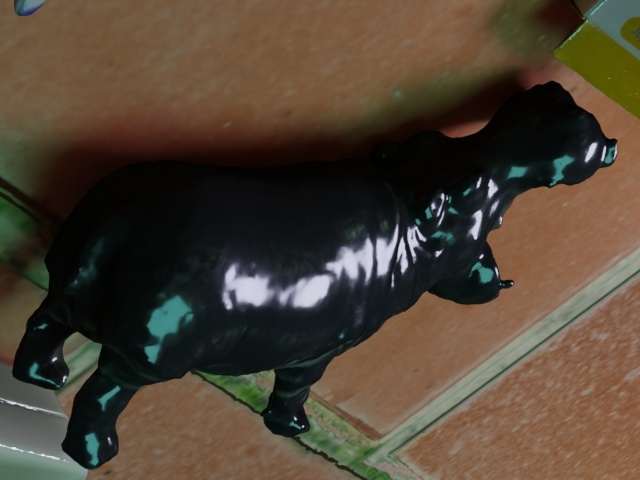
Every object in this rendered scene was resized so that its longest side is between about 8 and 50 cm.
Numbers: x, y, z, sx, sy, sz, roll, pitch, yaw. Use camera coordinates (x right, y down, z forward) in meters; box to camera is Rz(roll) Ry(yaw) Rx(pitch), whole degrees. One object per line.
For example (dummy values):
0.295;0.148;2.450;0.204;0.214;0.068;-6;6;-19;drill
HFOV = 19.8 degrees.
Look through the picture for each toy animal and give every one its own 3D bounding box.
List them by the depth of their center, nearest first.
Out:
0.000;0.012;0.964;0.343;0.106;0.168;-16;139;-37;toy animal

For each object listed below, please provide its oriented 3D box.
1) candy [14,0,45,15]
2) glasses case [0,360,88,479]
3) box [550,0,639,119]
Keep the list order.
-0.097;-0.123;0.581;0.365;0.124;0.124;-31;158;-51;candy
-0.255;0.101;0.881;0.131;0.070;0.313;-42;148;14;glasses case
0.240;-0.166;0.972;0.247;0.033;0.129;-43;133;19;box
